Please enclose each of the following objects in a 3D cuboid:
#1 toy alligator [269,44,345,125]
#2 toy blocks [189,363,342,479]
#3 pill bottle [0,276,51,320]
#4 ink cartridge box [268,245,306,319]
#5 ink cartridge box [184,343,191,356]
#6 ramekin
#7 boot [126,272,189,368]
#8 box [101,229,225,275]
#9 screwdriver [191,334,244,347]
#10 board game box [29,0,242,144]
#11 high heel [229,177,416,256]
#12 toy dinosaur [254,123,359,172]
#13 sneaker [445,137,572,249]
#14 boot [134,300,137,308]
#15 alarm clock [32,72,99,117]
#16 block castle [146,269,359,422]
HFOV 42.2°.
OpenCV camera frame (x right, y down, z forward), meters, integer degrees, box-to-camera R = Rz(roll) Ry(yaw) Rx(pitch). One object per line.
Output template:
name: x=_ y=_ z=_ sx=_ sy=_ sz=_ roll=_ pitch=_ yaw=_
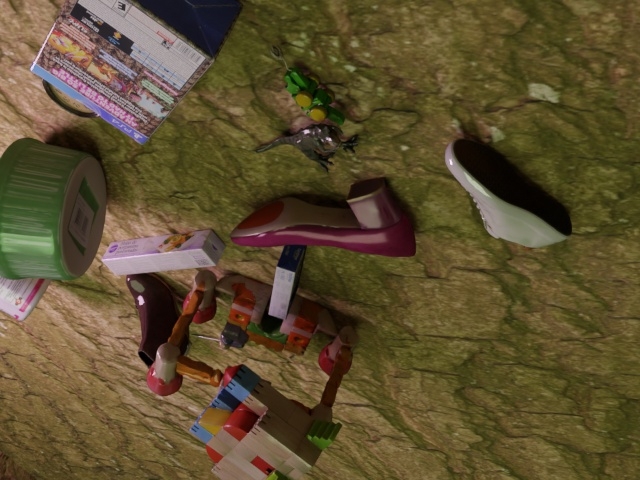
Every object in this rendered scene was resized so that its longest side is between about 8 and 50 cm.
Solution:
toy alligator: x=-0.034 y=-0.258 z=1.422 sx=0.051 sy=0.056 sz=0.189 roll=-20 pitch=128 yaw=42
toy blocks: x=-0.157 y=0.427 z=1.809 sx=0.261 sy=0.191 sz=0.381 roll=38 pitch=137 yaw=-1
pill bottle: x=-0.859 y=0.075 z=2.169 sx=0.283 sy=0.160 sz=0.160 roll=34 pitch=142 yaw=-19
ink cartridge box: x=-0.073 y=0.083 z=1.856 sx=0.046 sy=0.097 sz=0.207 roll=18 pitch=145 yaw=3
ink cartridge box: x=-0.429 y=0.274 z=2.317 sx=0.088 sy=0.052 sz=0.122 roll=1 pitch=139 yaw=25
ramekin: x=-0.564 y=-0.058 z=1.746 sx=0.148 sy=0.303 sz=0.303 roll=8 pitch=143 yaw=5
boot: x=-0.417 y=0.207 z=2.065 sx=0.090 sy=0.207 sz=0.248 roll=-27 pitch=114 yaw=20
box: x=-0.374 y=0.030 z=1.960 sx=0.324 sy=0.063 sz=0.067 roll=-7 pitch=135 yaw=32
screwdriver: x=-0.285 y=0.275 z=2.272 sx=0.170 sy=0.025 sz=0.024 roll=3 pitch=141 yaw=21
board game box: x=-0.310 y=-0.335 z=1.382 sx=0.232 sy=0.141 sz=0.291 roll=34 pitch=142 yaw=-19
high heel: x=0.000 y=0.000 z=1.677 sx=0.377 sy=0.127 sz=0.181 roll=-11 pitch=124 yaw=31
toy dinosaur: x=-0.008 y=-0.173 z=1.512 sx=0.118 sy=0.064 sz=0.268 roll=17 pitch=169 yaw=-29
sneaker: x=0.306 y=-0.064 z=1.471 sx=0.290 sy=0.106 sz=0.123 roll=35 pitch=139 yaw=-22
boot: x=-0.442 y=0.187 z=2.214 sx=0.099 sy=0.045 sz=0.121 roll=12 pitch=137 yaw=7
alarm clock: x=-0.440 y=-0.285 z=1.577 sx=0.192 sy=0.064 sz=0.129 roll=42 pitch=139 yaw=-24
block castle: x=-0.156 y=0.289 z=1.993 sx=0.453 sy=0.303 sz=0.213 roll=21 pitch=145 yaw=0
